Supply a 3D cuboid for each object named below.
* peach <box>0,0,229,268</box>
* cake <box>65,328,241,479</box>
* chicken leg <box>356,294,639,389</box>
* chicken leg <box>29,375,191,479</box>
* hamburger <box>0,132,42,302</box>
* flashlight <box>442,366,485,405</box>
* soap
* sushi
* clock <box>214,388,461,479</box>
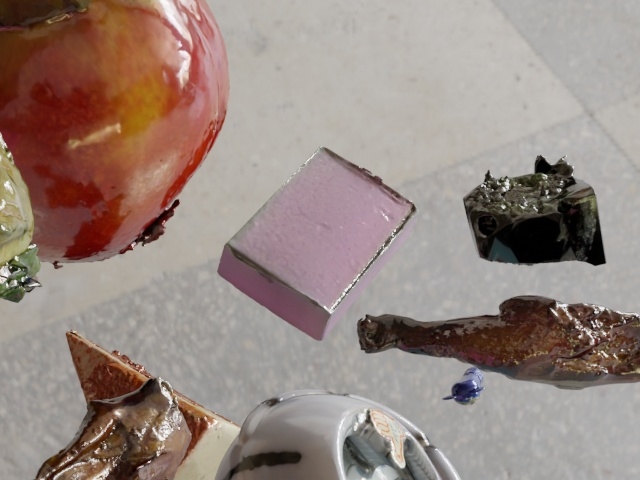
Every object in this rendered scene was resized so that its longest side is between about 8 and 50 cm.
[{"bbox_3d":[-0.267,-0.151,1.328,0.370,0.370,0.370,-1,54,1],"label":"peach"},{"bbox_3d":[-0.188,0.197,1.474,0.160,0.158,0.262,-29,64,9],"label":"cake"},{"bbox_3d":[0.130,0.063,0.762,0.205,0.093,0.053,11,82,-19],"label":"chicken leg"},{"bbox_3d":[-0.240,0.229,1.164,0.304,0.093,0.113,-27,94,-52],"label":"chicken leg"},{"bbox_3d":[-0.265,-0.035,0.720,0.130,0.206,0.183,-35,73,10],"label":"hamburger"},{"bbox_3d":[0.194,0.191,1.581,0.057,0.121,0.035,-18,92,16],"label":"flashlight"},{"bbox_3d":[0.000,0.001,1.707,0.181,0.081,0.259,32,50,11],"label":"soap"},{"bbox_3d":[0.144,-0.017,0.844,0.083,0.056,0.084,-15,28,4],"label":"sushi"},{"bbox_3d":[0.012,0.136,0.422,0.080,0.117,0.176,-33,76,25],"label":"clock"}]
